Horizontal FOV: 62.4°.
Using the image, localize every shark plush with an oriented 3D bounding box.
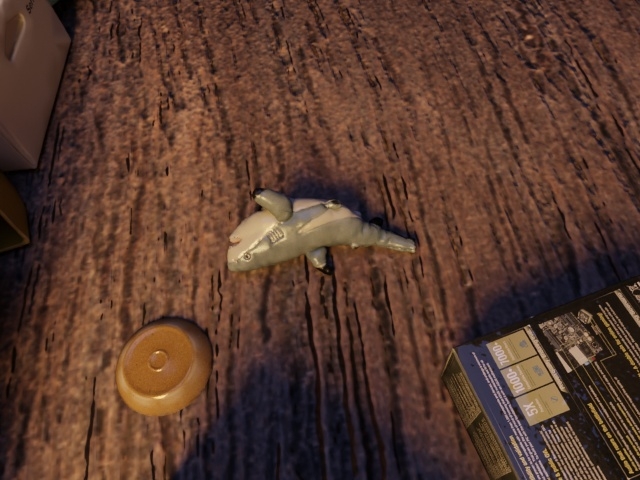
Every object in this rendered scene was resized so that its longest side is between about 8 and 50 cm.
[{"bbox_3d":[0.000,0.000,0.474,0.161,0.073,0.067,6,81,-14],"label":"shark plush"}]

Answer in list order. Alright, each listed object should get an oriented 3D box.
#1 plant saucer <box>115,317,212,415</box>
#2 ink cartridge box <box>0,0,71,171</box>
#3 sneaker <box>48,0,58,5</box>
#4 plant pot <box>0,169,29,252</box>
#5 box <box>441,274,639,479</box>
[{"bbox_3d":[-0.132,0.101,0.437,0.083,0.015,0.083,-3,61,5],"label":"plant saucer"},{"bbox_3d":[-0.444,-0.174,0.559,0.289,0.121,0.211,-5,61,4],"label":"ink cartridge box"},{"bbox_3d":[-0.284,-0.419,0.688,0.150,0.135,0.366,36,71,1],"label":"sneaker"},{"bbox_3d":[-0.334,-0.039,0.502,0.081,0.081,0.083,-19,50,-4],"label":"plant pot"},{"bbox_3d":[0.188,0.136,0.346,0.147,0.077,0.180,-21,61,-5],"label":"box"}]
